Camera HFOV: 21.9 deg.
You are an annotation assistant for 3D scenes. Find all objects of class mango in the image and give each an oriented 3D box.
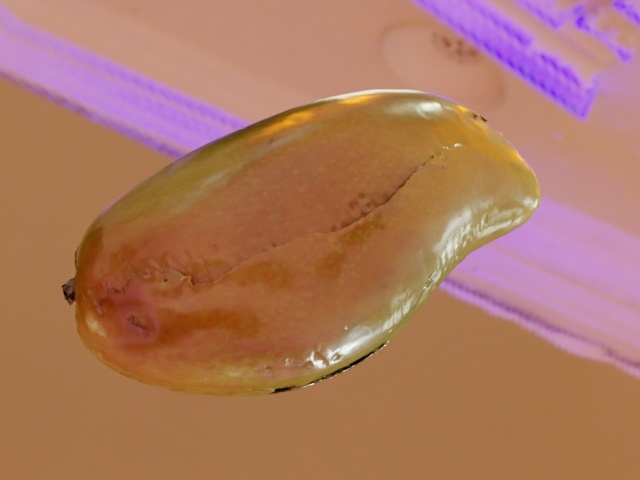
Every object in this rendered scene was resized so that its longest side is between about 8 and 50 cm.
[{"bbox_3d":[0.000,0.000,0.749,0.232,0.111,0.125,-16,-115,-20],"label":"mango"}]
